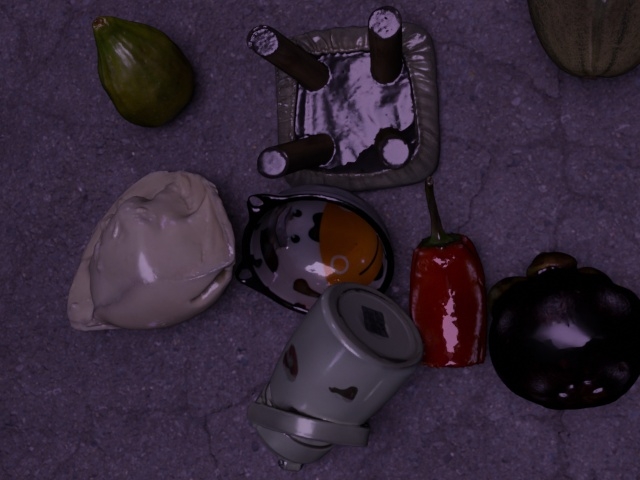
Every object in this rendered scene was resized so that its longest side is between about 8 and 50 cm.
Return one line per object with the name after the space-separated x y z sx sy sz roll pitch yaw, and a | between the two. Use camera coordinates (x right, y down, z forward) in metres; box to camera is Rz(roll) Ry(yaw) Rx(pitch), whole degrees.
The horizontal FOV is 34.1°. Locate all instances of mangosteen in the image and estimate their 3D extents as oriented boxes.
0.415 0.148 1.768 0.287 0.287 0.233 -18 114 12 | mangosteen

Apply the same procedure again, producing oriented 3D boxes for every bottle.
0.005 0.265 1.835 0.229 0.229 0.351 43 118 10 | bottle

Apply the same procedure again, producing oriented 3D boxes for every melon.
0.468 -0.437 1.753 0.248 0.248 0.329 2 93 13 | melon

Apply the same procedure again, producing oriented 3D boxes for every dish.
0.000 0.000 1.880 0.303 0.120 0.303 7 126 9 | dish

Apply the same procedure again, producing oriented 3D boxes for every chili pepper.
0.222 0.055 1.852 0.131 0.134 0.338 -6 91 -30 | chili pepper

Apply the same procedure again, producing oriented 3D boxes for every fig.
-0.342 -0.328 1.960 0.167 0.167 0.233 -33 109 10 | fig

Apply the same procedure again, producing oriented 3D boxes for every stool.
0.047 -0.245 1.852 0.310 0.226 0.310 -5 90 13 | stool

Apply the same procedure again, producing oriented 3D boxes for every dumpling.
-0.320 0.017 1.969 0.395 0.233 0.315 -30 51 24 | dumpling
